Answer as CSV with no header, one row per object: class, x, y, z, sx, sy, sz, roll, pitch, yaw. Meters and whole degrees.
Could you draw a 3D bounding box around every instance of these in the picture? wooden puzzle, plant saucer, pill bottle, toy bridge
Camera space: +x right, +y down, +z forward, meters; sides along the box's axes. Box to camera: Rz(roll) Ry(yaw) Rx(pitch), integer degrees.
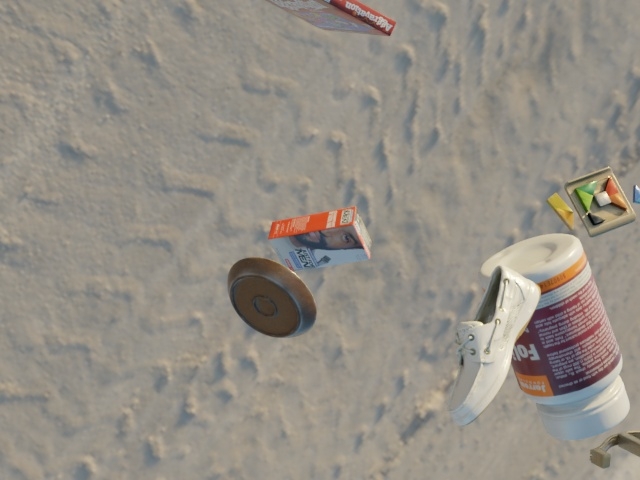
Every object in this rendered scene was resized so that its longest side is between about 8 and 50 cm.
wooden puzzle,0.331,-0.046,1.221,0.116,0.078,0.014,-26,170,-18
plant saucer,-0.087,0.102,1.713,0.029,0.169,0.168,-52,161,-44
pill bottle,0.498,0.204,2.173,0.224,0.224,0.392,-34,107,-38
toy bridge,0.529,0.345,1.749,0.188,0.063,0.026,-8,104,-27

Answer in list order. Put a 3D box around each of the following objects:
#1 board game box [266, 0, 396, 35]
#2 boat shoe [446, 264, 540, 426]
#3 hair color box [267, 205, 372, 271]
board game box,-0.001,-0.368,1.626,0.145,0.281,0.027,24,93,-24
boat shoe,0.257,0.164,1.669,0.098,0.096,0.277,-25,-147,61
hair color box,0.000,0.000,1.882,0.053,0.167,0.093,-80,151,-45
